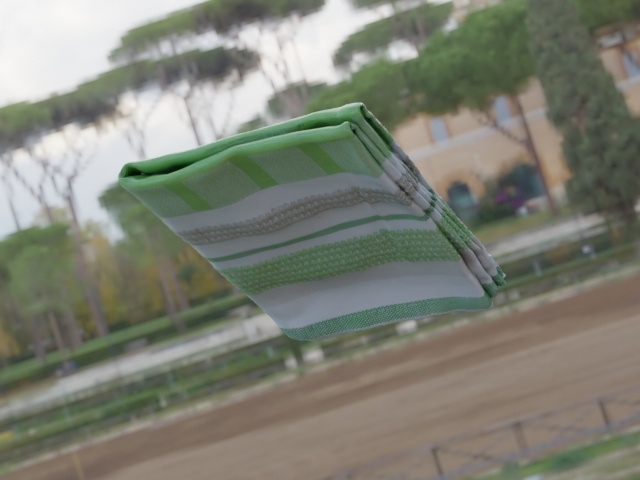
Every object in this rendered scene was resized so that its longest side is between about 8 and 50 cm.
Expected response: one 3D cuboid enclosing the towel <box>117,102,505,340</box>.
[{"bbox_3d":[0.000,0.000,0.639,0.113,0.023,0.152,-15,-33,23],"label":"towel"}]
